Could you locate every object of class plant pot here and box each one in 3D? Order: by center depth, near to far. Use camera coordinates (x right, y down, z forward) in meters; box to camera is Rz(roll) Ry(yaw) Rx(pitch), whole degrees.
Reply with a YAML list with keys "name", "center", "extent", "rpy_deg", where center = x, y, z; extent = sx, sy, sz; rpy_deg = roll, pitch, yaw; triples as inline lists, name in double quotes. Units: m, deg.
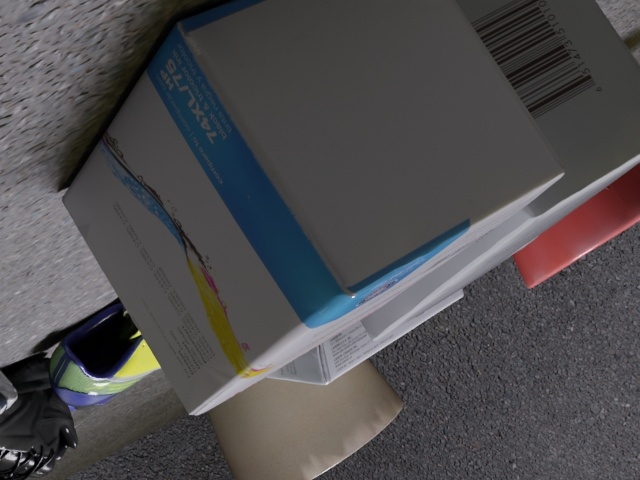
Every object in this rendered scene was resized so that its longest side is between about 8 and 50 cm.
- name: "plant pot"
  center: [-0.065, 0.172, 1.911]
  extent: [0.256, 0.274, 0.256]
  rpy_deg: [-31, -176, 2]
- name: "plant pot"
  center: [0.367, -0.099, 2.123]
  extent: [0.275, 0.243, 0.275]
  rpy_deg: [-31, 173, -4]

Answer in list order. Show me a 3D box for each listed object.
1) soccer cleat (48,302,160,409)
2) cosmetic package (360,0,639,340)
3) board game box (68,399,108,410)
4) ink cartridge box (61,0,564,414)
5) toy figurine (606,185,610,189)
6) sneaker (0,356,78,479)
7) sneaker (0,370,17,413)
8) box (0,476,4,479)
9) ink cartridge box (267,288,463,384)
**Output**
- name: "soccer cleat"
  center: [-0.195, 0.100, 1.671]
  extent: [0.289, 0.093, 0.121]
  rpy_deg: [-32, 159, -31]
- name: "cosmetic package"
  center: [0.101, -0.078, 1.167]
  extent: [0.156, 0.217, 0.385]
  rpy_deg: [-29, 175, -21]
- name: "board game box"
  center: [-0.278, 0.168, 1.979]
  extent: [0.213, 0.046, 0.317]
  rpy_deg: [-34, 174, 6]
- name: "ink cartridge box"
  center: [-0.018, -0.036, 0.967]
  extent: [0.198, 0.197, 0.270]
  rpy_deg: [-29, 173, -33]
- name: "toy figurine"
  center: [0.128, -0.017, 1.611]
  extent: [0.363, 0.191, 0.217]
  rpy_deg: [-21, 151, -40]
- name: "sneaker"
  center: [-0.360, 0.216, 1.580]
  extent: [0.109, 0.130, 0.286]
  rpy_deg: [-33, 173, 23]
- name: "sneaker"
  center: [-0.381, 0.174, 1.301]
  extent: [0.153, 0.094, 0.235]
  rpy_deg: [-41, -176, 0]
- name: "box"
  center: [-0.441, 0.324, 1.674]
  extent: [0.147, 0.077, 0.180]
  rpy_deg: [-57, 174, 17]
- name: "ink cartridge box"
  center: [0.002, 0.088, 1.717]
  extent: [0.239, 0.060, 0.275]
  rpy_deg: [3, -158, 42]
